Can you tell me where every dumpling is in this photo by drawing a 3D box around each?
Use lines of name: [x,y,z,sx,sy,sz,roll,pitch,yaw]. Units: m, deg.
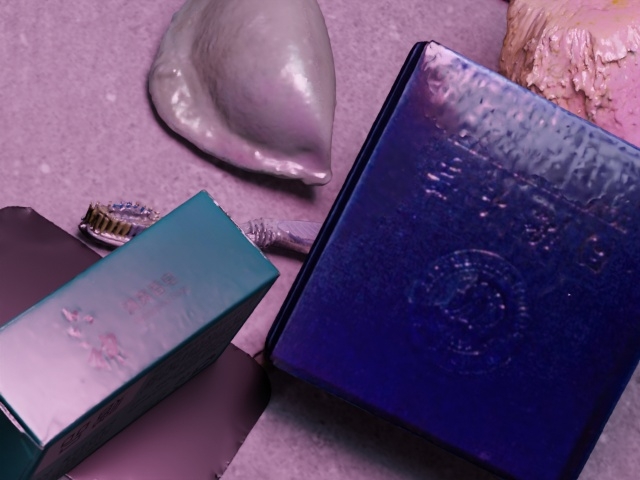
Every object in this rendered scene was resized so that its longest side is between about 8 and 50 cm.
dumpling: [-0.056,-0.136,1.620,0.105,0.149,0.217,18,52,-61]

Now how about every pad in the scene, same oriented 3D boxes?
pad: [-0.179,0.096,1.475,0.267,0.004,0.181,35,53,-1]

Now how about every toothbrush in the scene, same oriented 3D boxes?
toothbrush: [0.000,0.000,1.590,0.413,0.042,0.035,5,59,-23]

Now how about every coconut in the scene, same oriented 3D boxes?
coconut: [0.260,-0.118,1.654,0.233,0.245,0.233,-8,34,6]

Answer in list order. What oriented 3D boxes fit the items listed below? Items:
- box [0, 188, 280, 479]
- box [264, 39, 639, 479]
box: [-0.161,0.084,1.393,0.092,0.153,0.245,47,53,8]
box: [0.132,0.024,1.496,0.261,0.116,0.279,27,92,-5]
